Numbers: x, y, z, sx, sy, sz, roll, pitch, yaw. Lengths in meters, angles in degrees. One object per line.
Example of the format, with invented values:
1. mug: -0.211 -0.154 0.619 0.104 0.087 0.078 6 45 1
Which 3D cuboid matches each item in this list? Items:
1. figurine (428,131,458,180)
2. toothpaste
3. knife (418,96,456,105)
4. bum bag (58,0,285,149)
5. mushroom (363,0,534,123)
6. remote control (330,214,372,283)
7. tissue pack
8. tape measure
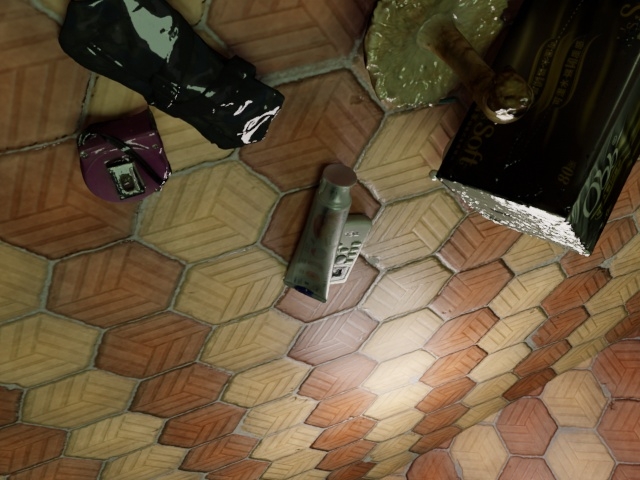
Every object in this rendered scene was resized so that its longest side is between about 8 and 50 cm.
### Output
1. figurine: 0.310 -0.169 1.061 0.256 0.145 0.182 -32 164 5
2. toothpaste: 0.000 0.000 1.130 0.100 0.066 0.323 24 135 6
3. knife: 0.184 -0.230 1.005 0.091 0.005 0.014 -10 143 -19
4. bum bag: -0.171 -0.208 0.767 0.137 0.074 0.310 -31 145 25
5. mushroom: 0.160 -0.216 0.782 0.207 0.302 0.233 -7 149 21
6. remote control: 0.039 0.022 1.215 0.087 0.029 0.190 -4 139 -27
7. tissue pack: 0.351 -0.183 0.868 0.198 0.209 0.370 28 88 -55
8. tape measure: -0.267 -0.111 0.827 0.118 0.074 0.125 -19 142 -7
